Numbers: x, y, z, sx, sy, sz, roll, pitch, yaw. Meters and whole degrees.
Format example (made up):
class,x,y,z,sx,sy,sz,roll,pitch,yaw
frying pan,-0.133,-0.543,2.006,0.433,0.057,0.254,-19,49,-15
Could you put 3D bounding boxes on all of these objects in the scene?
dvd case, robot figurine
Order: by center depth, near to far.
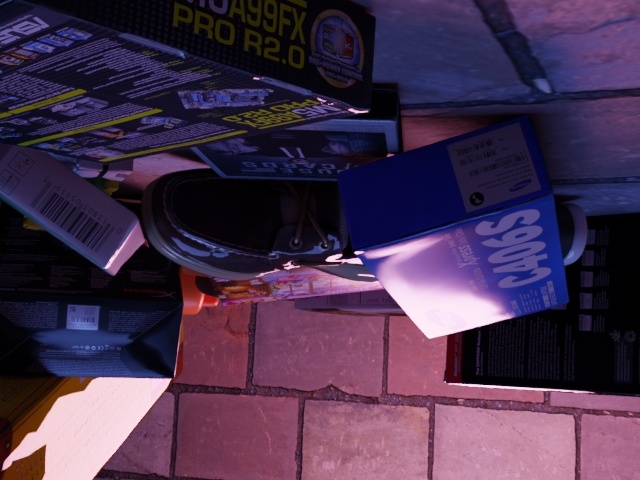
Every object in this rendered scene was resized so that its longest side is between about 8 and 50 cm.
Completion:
class,x,y,z,sx,sy,sz,roll,pitch,yaw
dvd case,-0.021,-0.084,0.770,0.179,0.030,0.239,2,172,6
robot figurine,-0.306,0.082,1.803,0.219,0.128,0.158,6,173,-19

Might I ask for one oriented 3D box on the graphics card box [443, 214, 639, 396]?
class,x,y,z,sx,sy,sz,roll,pitch,yaw
graphics card box,0.345,0.089,1.225,0.371,0.233,0.094,-5,166,43

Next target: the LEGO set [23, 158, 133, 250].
class,x,y,z,sx,sy,sz,roll,pitch,yaw
LEGO set,-0.274,-0.038,0.994,0.093,0.087,0.227,5,171,-23

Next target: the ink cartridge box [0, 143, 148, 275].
class,x,y,z,sx,sy,sz,roll,pitch,yaw
ink cartridge box,-0.239,-0.037,0.799,0.181,0.056,0.224,35,168,-4

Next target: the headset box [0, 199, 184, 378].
class,x,y,z,sx,sy,sz,roll,pitch,yaw
headset box,-0.289,0.041,1.125,0.218,0.110,0.293,4,-154,-16

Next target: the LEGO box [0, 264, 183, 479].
class,x,y,z,sx,sy,sz,roll,pitch,yaw
LEGO box,-0.446,0.177,1.183,0.372,0.193,0.500,9,-157,14

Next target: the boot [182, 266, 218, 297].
class,x,y,z,sx,sy,sz,roll,pitch,yaw
boot,-0.207,0.051,1.551,0.264,0.096,0.280,-6,175,43

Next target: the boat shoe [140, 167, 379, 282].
class,x,y,z,sx,sy,sz,roll,pitch,yaw
boat shoe,-0.015,-0.027,0.956,0.342,0.123,0.123,10,153,-35

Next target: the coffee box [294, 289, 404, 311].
class,x,y,z,sx,sy,sz,roll,pitch,yaw
coffee box,0.113,0.072,1.625,0.168,0.119,0.297,10,170,-41

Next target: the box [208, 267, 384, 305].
class,x,y,z,sx,sy,sz,roll,pitch,yaw
box,-0.014,0.038,1.367,0.293,0.057,0.201,-6,165,-1

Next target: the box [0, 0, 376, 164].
class,x,y,z,sx,sy,sz,roll,pitch,yaw
box,-0.139,-0.104,0.528,0.270,0.060,0.216,-4,171,45

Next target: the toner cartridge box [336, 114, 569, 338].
class,x,y,z,sx,sy,sz,roll,pitch,yaw
toner cartridge box,0.142,0.006,0.872,0.165,0.075,0.348,-15,159,13

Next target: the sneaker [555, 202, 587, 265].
class,x,y,z,sx,sy,sz,roll,pitch,yaw
sneaker,0.193,0.005,1.162,0.146,0.105,0.296,6,166,-17
